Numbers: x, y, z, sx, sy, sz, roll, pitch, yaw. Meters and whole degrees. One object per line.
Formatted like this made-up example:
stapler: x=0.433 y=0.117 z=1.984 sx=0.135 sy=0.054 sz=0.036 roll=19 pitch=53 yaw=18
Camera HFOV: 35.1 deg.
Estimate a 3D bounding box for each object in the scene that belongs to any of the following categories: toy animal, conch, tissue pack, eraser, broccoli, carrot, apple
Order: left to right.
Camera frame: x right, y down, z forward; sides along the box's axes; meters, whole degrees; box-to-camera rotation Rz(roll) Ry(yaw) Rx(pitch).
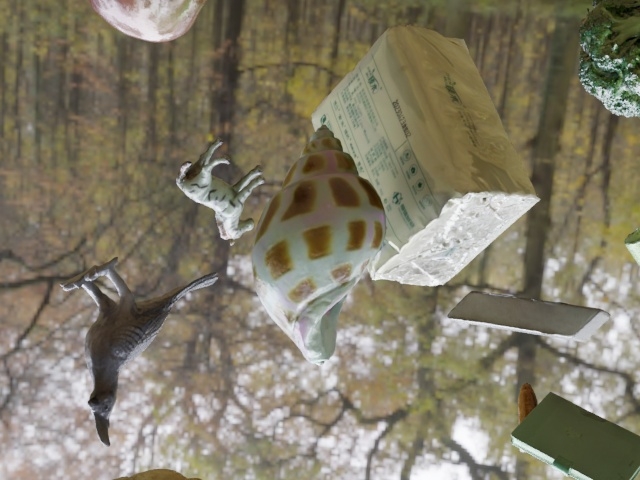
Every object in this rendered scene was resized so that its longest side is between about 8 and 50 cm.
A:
toy animal: x=-0.309 y=0.117 z=1.589 sx=0.081 sy=0.206 sz=0.367 roll=-16 pitch=-148 yaw=39
apple: x=-0.323 y=-0.547 z=1.992 sx=0.235 sy=0.305 sz=0.306 roll=27 pitch=180 yaw=-31
toy animal: x=-0.195 y=-0.106 z=2.217 sx=0.170 sy=0.255 sz=0.090 roll=-30 pitch=-145 yaw=9
conch: x=0.000 y=0.001 z=1.632 sx=0.197 sy=0.368 sz=0.249 roll=23 pitch=161 yaw=13
tissue pack: x=0.174 y=-0.149 z=1.801 sx=0.207 sy=0.380 sz=0.297 roll=4 pitch=146 yaw=-38
eraser: x=0.468 y=0.173 z=2.298 sx=0.352 sy=0.077 sz=0.111 roll=6 pitch=171 yaw=30
carrot: x=0.413 y=0.348 z=1.998 sx=0.048 sy=0.139 sz=0.048 roll=2 pitch=149 yaw=1
broccoli: x=0.539 y=-0.330 z=1.643 sx=0.270 sy=0.270 sz=0.270 roll=17 pitch=-132 yaw=-21

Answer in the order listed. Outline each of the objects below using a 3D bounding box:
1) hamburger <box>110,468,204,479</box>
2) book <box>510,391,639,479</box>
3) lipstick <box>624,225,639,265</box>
hamburger: x=-0.322 y=0.482 z=1.600 sx=0.330 sy=0.209 sz=0.162 roll=-38 pitch=-171 yaw=3
book: x=0.293 y=0.230 z=1.139 sx=0.135 sy=0.017 sz=0.103 roll=25 pitch=-140 yaw=30
lipstick: x=0.703 y=0.097 z=1.984 sx=0.076 sy=0.304 sz=0.076 roll=-36 pitch=-167 yaw=9
